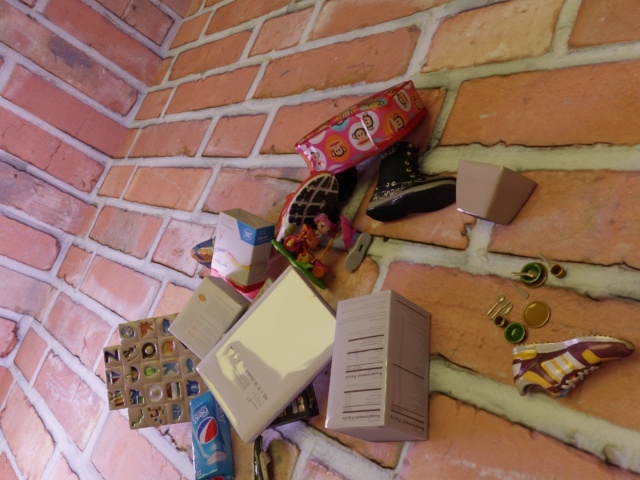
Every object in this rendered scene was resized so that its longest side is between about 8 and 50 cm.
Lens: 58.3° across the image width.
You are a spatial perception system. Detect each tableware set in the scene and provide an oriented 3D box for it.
[{"bbox_3d":[0.353,0.097,0.978,0.154,0.024,0.104,-50,38,11],"label":"tableware set"}]

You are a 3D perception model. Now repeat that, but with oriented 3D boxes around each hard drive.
[{"bbox_3d":[-0.103,0.238,1.218,0.319,0.040,0.210,-47,62,9],"label":"hard drive"}]

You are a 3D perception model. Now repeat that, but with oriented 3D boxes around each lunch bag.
[{"bbox_3d":[0.103,-0.278,1.389,0.293,0.120,0.258,-19,20,38],"label":"lunch bag"}]

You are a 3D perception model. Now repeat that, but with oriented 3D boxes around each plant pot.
[{"bbox_3d":[0.319,-0.087,1.082,0.109,0.109,0.096,22,95,53],"label":"plant pot"}]

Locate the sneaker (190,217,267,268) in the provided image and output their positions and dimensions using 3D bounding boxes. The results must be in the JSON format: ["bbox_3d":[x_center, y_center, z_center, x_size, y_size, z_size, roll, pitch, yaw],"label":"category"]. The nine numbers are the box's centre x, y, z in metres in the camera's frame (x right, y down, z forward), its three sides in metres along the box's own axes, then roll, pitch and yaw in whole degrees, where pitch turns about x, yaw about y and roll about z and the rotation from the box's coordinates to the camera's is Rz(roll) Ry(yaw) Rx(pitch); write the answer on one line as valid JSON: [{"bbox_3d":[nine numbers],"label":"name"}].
[{"bbox_3d":[-0.257,0.010,1.689,0.296,0.112,0.131,-7,52,37],"label":"sneaker"}]

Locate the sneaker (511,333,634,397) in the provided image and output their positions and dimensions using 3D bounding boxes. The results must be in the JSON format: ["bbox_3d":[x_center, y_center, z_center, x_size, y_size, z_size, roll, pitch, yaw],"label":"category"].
[{"bbox_3d":[0.377,0.192,0.859,0.185,0.069,0.084,-23,59,47],"label":"sneaker"}]

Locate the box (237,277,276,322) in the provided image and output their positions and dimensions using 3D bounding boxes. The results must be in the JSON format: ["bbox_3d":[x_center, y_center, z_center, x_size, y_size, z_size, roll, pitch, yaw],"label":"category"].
[{"bbox_3d":[-0.150,0.239,1.403,0.275,0.094,0.113,-56,38,5],"label":"box"}]

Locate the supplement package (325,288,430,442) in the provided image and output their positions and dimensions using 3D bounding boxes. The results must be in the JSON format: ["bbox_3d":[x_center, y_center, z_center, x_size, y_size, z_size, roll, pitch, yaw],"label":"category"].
[{"bbox_3d":[0.111,0.236,1.066,0.133,0.139,0.244,-19,52,39],"label":"supplement package"}]

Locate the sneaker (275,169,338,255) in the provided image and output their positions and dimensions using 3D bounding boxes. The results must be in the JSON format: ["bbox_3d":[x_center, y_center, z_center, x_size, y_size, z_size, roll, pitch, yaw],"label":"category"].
[{"bbox_3d":[-0.051,-0.082,1.395,0.279,0.107,0.119,-55,36,42],"label":"sneaker"}]

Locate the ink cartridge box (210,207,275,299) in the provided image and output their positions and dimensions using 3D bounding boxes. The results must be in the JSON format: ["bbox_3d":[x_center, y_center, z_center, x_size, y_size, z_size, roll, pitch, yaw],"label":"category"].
[{"bbox_3d":[-0.211,0.047,1.512,0.134,0.078,0.231,24,113,29],"label":"ink cartridge box"}]

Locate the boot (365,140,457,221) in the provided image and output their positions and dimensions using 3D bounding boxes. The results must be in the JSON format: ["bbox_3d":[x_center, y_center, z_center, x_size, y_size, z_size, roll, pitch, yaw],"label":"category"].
[{"bbox_3d":[0.206,-0.148,1.264,0.236,0.085,0.179,-16,52,43],"label":"boot"}]

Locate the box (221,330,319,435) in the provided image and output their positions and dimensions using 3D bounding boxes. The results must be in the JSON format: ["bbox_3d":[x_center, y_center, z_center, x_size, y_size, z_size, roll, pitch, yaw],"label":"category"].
[{"bbox_3d":[-0.115,0.293,1.267,0.182,0.056,0.231,-21,68,21],"label":"box"}]

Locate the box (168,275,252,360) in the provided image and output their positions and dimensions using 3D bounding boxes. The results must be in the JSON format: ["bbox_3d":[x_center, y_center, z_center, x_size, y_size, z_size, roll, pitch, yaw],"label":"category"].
[{"bbox_3d":[-0.274,0.195,1.451,0.130,0.091,0.171,38,95,14],"label":"box"}]

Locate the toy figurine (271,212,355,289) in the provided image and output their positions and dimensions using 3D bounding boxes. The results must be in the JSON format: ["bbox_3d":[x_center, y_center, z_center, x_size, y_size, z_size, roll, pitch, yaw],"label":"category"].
[{"bbox_3d":[0.000,0.000,1.344,0.159,0.173,0.130,-48,10,5],"label":"toy figurine"}]

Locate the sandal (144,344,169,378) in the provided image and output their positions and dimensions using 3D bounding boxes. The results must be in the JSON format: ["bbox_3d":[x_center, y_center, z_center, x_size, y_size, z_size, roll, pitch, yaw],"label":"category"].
[{"bbox_3d":[-0.376,0.315,1.576,0.317,0.138,0.126,-49,32,10],"label":"sandal"}]

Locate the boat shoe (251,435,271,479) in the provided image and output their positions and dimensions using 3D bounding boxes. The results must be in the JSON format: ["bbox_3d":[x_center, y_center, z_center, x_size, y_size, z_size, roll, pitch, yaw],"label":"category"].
[{"bbox_3d":[-0.128,0.490,1.252,0.043,0.049,0.137,-4,48,-2],"label":"boat shoe"}]

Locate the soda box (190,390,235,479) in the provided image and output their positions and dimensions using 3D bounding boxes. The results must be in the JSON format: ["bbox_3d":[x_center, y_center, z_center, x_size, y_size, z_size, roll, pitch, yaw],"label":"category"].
[{"bbox_3d":[-0.262,0.476,1.379,0.067,0.071,0.210,-30,44,12],"label":"soda box"}]

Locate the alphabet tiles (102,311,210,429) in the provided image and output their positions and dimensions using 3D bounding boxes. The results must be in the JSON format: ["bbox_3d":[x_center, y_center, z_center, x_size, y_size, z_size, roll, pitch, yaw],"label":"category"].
[{"bbox_3d":[-0.422,0.345,1.527,0.342,0.011,0.286,-11,82,13],"label":"alphabet tiles"}]

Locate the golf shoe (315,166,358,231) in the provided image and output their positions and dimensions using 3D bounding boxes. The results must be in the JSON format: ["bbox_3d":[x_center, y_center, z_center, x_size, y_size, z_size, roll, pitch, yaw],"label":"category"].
[{"bbox_3d":[0.023,-0.115,1.459,0.093,0.077,0.198,16,77,53],"label":"golf shoe"}]

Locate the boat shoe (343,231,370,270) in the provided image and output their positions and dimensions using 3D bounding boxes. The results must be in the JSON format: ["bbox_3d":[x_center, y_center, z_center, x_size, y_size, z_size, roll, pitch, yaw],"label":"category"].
[{"bbox_3d":[0.083,0.025,1.335,0.100,0.035,0.035,-64,10,0],"label":"boat shoe"}]
